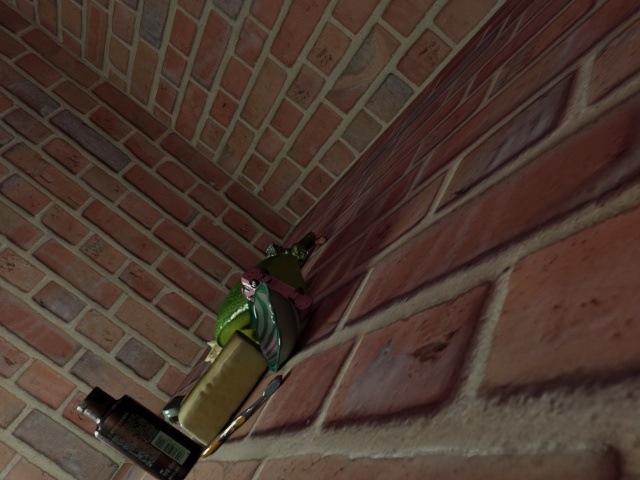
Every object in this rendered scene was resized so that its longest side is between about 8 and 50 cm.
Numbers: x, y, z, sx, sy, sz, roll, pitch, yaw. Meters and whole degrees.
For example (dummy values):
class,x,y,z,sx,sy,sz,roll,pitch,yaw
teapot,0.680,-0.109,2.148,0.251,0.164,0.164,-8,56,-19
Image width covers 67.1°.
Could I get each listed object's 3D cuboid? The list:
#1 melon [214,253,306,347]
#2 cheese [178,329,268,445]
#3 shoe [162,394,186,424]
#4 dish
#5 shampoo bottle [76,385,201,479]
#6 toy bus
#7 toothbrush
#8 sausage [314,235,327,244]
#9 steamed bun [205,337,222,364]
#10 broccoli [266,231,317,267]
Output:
class,x,y,z,sx,sy,sz,roll,pitch,yaw
melon,-0.213,0.223,1.546,0.344,0.226,0.331,-37,16,25
cheese,-0.265,0.390,1.328,0.265,0.124,0.242,-53,3,-11
shoe,-0.553,0.677,1.914,0.251,0.103,0.100,75,-172,-83
dish,-0.107,0.202,1.187,0.078,0.223,0.246,-9,10,-23
shampoo bottle,-0.475,0.503,1.256,0.129,0.323,0.084,-55,7,-17
toy bus,-0.117,0.146,1.274,0.063,0.203,0.090,-43,-28,-44
toothbrush,-0.184,0.409,1.099,0.321,0.023,0.031,-48,0,20
sausage,0.000,0.001,1.980,0.147,0.035,0.030,160,115,-79
steamed bun,-0.326,0.363,1.825,0.295,0.137,0.292,-51,3,25
broccoli,-0.108,0.041,2.064,0.275,0.177,0.198,-40,-3,-19
